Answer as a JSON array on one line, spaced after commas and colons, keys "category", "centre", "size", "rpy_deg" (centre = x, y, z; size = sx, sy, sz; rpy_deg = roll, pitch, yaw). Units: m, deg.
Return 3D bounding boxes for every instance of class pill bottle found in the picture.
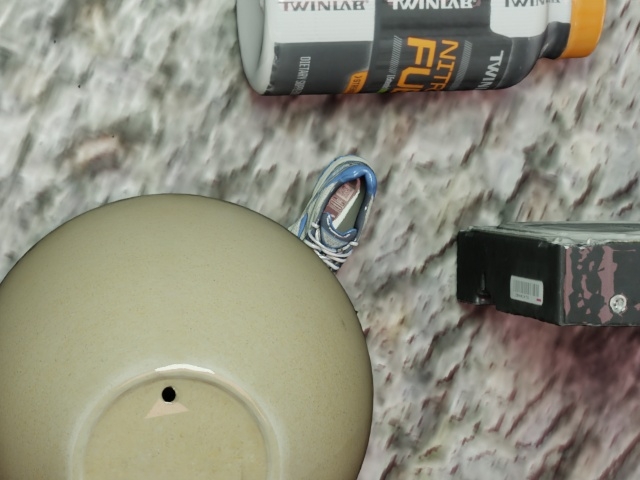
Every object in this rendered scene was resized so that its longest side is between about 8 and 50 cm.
[{"category": "pill bottle", "centre": [0.071, -0.168, 1.354], "size": [0.246, 0.130, 0.130], "rpy_deg": [-3, 93, -12]}]

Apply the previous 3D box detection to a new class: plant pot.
[{"category": "plant pot", "centre": [-0.096, 0.124, 1.276], "size": [0.284, 0.191, 0.284], "rpy_deg": [-1, 101, -5]}]

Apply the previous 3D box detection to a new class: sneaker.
[{"category": "sneaker", "centre": [0.000, 0.000, 1.383], "size": [0.052, 0.058, 0.135], "rpy_deg": [25, 88, -12]}]

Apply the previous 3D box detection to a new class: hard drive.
[{"category": "hard drive", "centre": [0.288, 0.020, 1.356], "size": [0.339, 0.237, 0.064], "rpy_deg": [1, 92, -12]}]
